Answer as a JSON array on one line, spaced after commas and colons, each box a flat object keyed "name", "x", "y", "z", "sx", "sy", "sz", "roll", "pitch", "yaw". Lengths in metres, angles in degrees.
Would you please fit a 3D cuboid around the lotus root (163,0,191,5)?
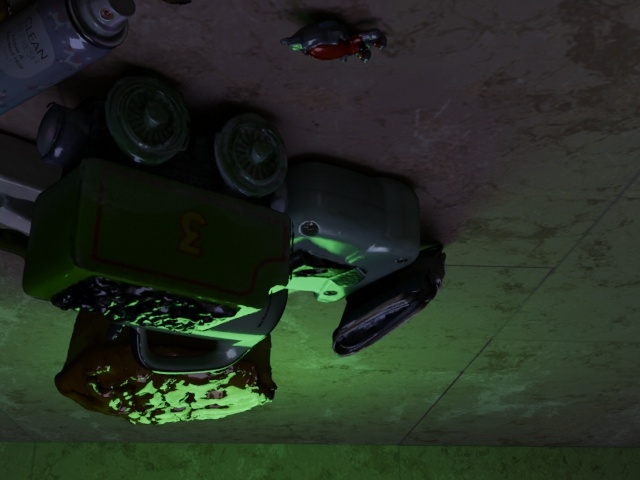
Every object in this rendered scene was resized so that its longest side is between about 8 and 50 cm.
[{"name": "lotus root", "x": -0.114, "y": -0.233, "z": 0.816, "sx": 0.083, "sy": 0.037, "sz": 0.030, "roll": -10, "pitch": 151, "yaw": 23}]

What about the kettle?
[{"name": "kettle", "x": -0.190, "y": 0.087, "z": 1.369, "sx": 0.255, "sy": 0.240, "sz": 0.165, "roll": 17, "pitch": -170, "yaw": -42}]

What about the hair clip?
[{"name": "hair clip", "x": -0.419, "y": -0.086, "z": 1.099, "sx": 0.331, "sy": 0.085, "sz": 0.101, "roll": 21, "pitch": 147, "yaw": -38}]

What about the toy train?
[{"name": "toy train", "x": -0.167, "y": -0.030, "z": 1.032, "sx": 0.307, "sy": 0.249, "sz": 0.173, "roll": 16, "pitch": 155, "yaw": -35}]

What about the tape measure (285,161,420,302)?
[{"name": "tape measure", "x": 0.001, "y": 0.000, "z": 1.263, "sx": 0.246, "sy": 0.125, "sz": 0.243, "roll": 12, "pitch": 154, "yaw": -30}]

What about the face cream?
[{"name": "face cream", "x": -0.264, "y": -0.185, "z": 0.882, "sx": 0.229, "sy": 0.075, "sz": 0.075, "roll": -19, "pitch": 151, "yaw": 35}]

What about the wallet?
[{"name": "wallet", "x": 0.104, "y": 0.074, "z": 1.375, "sx": 0.170, "sy": 0.069, "sz": 0.231, "roll": -30, "pitch": -169, "yaw": 23}]

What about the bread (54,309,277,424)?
[{"name": "bread", "x": -0.257, "y": 0.201, "z": 1.631, "sx": 0.398, "sy": 0.215, "sz": 0.398, "roll": -1, "pitch": 156, "yaw": 0}]

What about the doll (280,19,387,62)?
[{"name": "doll", "x": 0.011, "y": -0.195, "z": 0.909, "sx": 0.114, "sy": 0.039, "sz": 0.057, "roll": -1, "pitch": -166, "yaw": -34}]

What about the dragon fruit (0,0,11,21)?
[{"name": "dragon fruit", "x": -0.317, "y": -0.234, "z": 0.709, "sx": 0.125, "sy": 0.125, "sz": 0.246, "roll": -12, "pitch": 162, "yaw": 18}]

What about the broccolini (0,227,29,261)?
[{"name": "broccolini", "x": -0.422, "y": 0.016, "z": 1.184, "sx": 0.392, "sy": 0.074, "sz": 0.079, "roll": 24, "pitch": -170, "yaw": 9}]
